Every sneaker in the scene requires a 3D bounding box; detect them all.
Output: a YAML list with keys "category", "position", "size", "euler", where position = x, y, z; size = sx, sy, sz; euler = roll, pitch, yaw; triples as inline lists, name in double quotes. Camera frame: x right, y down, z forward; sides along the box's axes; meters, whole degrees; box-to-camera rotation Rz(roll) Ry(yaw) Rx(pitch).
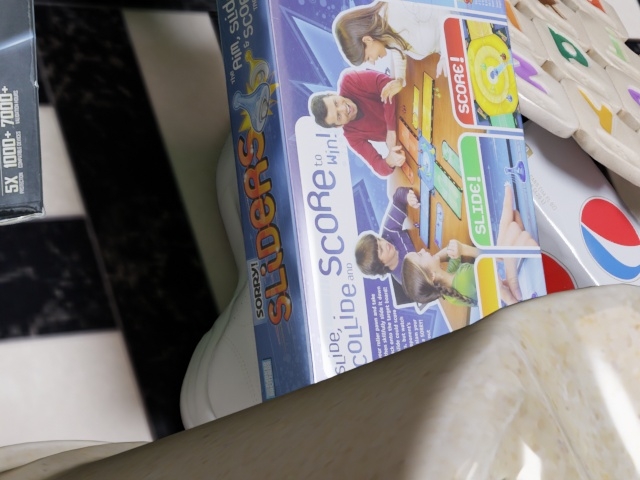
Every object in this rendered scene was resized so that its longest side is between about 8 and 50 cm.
- category: "sneaker"
  position: [0.000, 0.000, 0.697]
  size: [0.080, 0.094, 0.212]
  euler: [27, 51, -26]

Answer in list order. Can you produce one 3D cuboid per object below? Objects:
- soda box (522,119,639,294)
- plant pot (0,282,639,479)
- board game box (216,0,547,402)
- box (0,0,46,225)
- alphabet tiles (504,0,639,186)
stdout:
- category: "soda box"
  position: [0.150, 0.040, 0.816]
  size: [0.216, 0.074, 0.069]
  euler: [52, 43, -3]
- category: "plant pot"
  position: [0.016, 0.169, 0.455]
  size: [0.334, 0.305, 0.334]
  euler: [21, 52, -30]
- category: "board game box"
  position: [0.028, -0.034, 0.635]
  size: [0.136, 0.035, 0.201]
  euler: [1, 78, -38]
- category: "box"
  position: [-0.170, -0.095, 0.524]
  size: [0.077, 0.147, 0.180]
  euler: [-8, 100, -44]
- category: "alphabet tiles"
  position: [0.134, -0.113, 0.874]
  size: [0.284, 0.021, 0.278]
  euler: [28, 28, -25]
